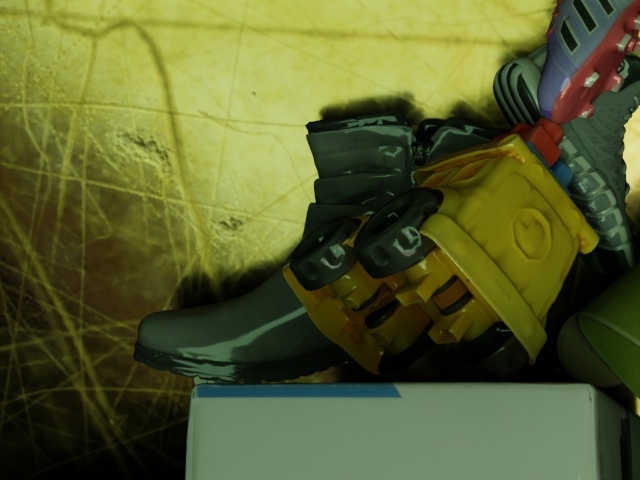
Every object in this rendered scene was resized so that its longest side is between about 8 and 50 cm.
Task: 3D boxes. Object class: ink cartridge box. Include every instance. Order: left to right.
[{"bbox_3d":[0.094,0.202,1.253,0.285,0.395,0.166,-2,80,16],"label":"ink cartridge box"}]

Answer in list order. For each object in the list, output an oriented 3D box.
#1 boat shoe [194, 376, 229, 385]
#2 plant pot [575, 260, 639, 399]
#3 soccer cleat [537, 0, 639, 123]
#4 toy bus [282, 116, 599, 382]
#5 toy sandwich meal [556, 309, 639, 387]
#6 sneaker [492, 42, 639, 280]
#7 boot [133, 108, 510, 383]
[{"bbox_3d":[-0.095,0.156,1.481,0.035,0.035,0.100,-4,108,36],"label":"boat shoe"},{"bbox_3d":[0.403,0.044,1.287,0.275,0.275,0.293,43,87,-3],"label":"plant pot"},{"bbox_3d":[0.224,-0.197,1.290,0.095,0.083,0.248,29,70,17],"label":"soccer cleat"},{"bbox_3d":[0.106,-0.004,1.274,0.149,0.220,0.211,48,60,-18],"label":"toy bus"},{"bbox_3d":[0.248,0.088,1.421,0.085,0.029,0.086,3,110,9],"label":"toy sandwich meal"},{"bbox_3d":[0.248,-0.081,1.358,0.132,0.086,0.229,-38,117,-14],"label":"sneaker"},{"bbox_3d":[0.000,0.000,1.401,0.338,0.118,0.223,-5,99,-3],"label":"boot"}]
